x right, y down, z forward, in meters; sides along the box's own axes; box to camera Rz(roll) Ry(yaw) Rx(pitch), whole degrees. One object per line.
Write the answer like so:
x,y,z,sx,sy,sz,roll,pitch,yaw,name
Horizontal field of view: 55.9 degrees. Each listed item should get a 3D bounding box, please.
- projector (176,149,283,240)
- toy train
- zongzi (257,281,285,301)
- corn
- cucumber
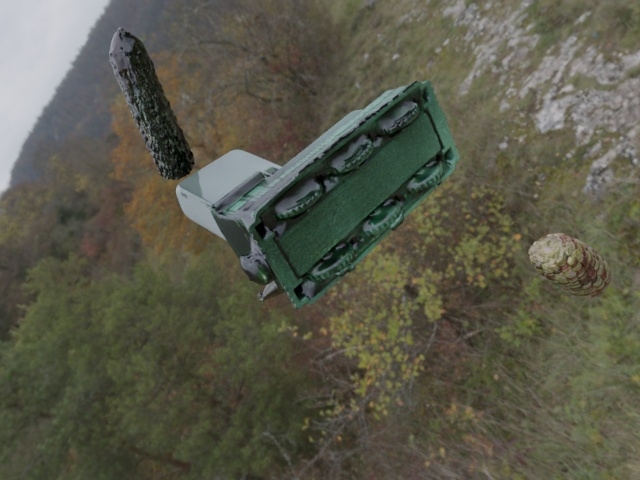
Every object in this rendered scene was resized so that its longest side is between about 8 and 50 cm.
-0.182,-0.100,1.409,0.250,0.108,0.198,26,52,36,projector
0.015,-0.069,0.742,0.330,0.138,0.178,-42,28,-24,toy train
0.000,0.000,1.088,0.242,0.112,0.221,-46,2,18,zongzi
0.407,0.039,0.982,0.086,0.253,0.086,-13,69,36,corn
-0.375,-0.296,1.337,0.096,0.359,0.096,-6,47,7,cucumber
